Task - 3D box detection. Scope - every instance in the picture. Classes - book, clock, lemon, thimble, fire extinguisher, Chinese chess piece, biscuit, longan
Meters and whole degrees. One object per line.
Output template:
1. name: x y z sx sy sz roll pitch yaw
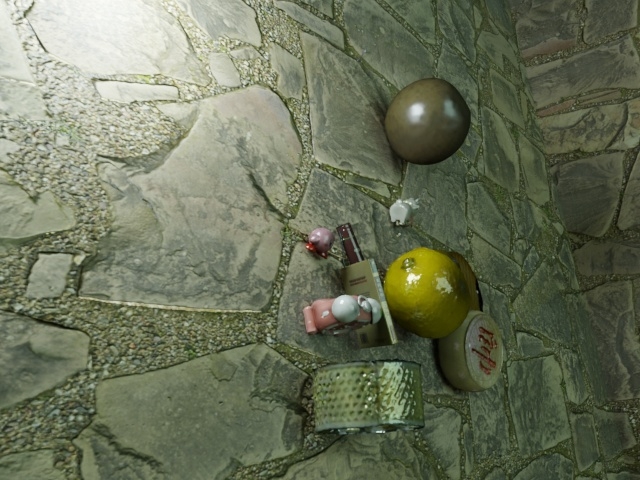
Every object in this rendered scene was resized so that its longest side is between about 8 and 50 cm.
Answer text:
1. book: 0.127 0.172 1.666 0.026 0.161 0.231 -13 85 -30
2. clock: 0.059 0.181 1.569 0.165 0.162 0.093 14 61 -49
3. lemon: 0.315 0.160 1.834 0.284 0.260 0.261 41 43 -59
4. thimble: 0.116 0.377 1.472 0.270 0.270 0.150 20 60 -46
5. fire extinguisher: 0.087 0.031 1.773 0.078 0.045 0.157 -24 95 -25
6. Chinese chess piece: 0.501 0.367 2.057 0.269 0.112 0.270 9 78 -45
7. biscuit: 0.499 0.195 2.224 0.317 0.040 0.318 26 55 -44
8. longan: 0.359 -0.400 2.104 0.297 0.297 0.298 25 56 -44

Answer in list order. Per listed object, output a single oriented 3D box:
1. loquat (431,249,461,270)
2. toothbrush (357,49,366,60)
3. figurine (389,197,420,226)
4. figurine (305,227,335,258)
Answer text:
1. loquat: 0.390 0.105 2.039 0.195 0.152 0.152 0 74 -41
2. toothbrush: 0.145 -0.652 2.176 0.008 0.006 0.097 47 41 -15
3. figurine: 0.282 -0.094 2.067 0.146 0.081 0.098 -15 130 -58
4. figurine: 0.000 0.000 1.651 0.067 0.071 0.083 41 12 33
